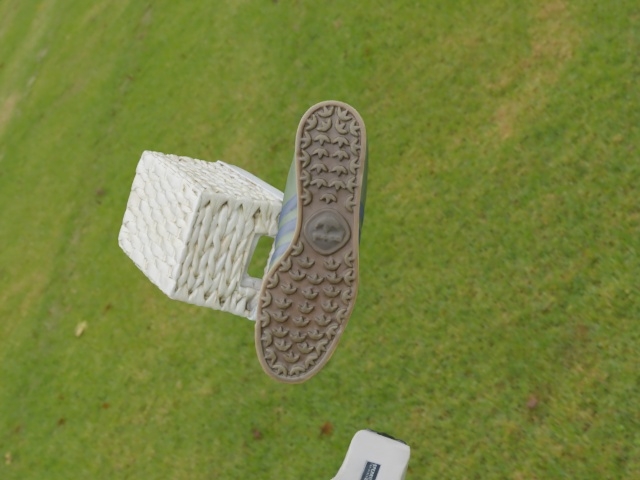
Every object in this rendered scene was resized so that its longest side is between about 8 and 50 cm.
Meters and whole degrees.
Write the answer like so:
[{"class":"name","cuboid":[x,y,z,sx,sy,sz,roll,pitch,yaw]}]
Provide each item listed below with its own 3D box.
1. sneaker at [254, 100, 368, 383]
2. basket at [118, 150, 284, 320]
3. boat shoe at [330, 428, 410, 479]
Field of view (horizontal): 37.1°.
[{"class":"sneaker","cuboid":[0.000,0.000,0.670,0.086,0.064,0.192,-53,-27,-83]},{"class":"basket","cuboid":[-0.108,-0.009,0.877,0.167,0.103,0.113,34,109,56]},{"class":"boat shoe","cuboid":[0.046,0.410,1.347,0.127,0.340,0.158,17,109,15]}]
